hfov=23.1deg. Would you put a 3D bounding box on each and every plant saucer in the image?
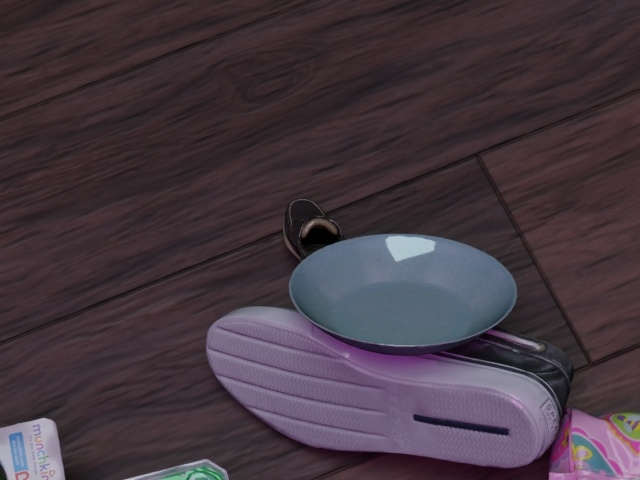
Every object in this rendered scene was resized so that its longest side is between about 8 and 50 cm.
[{"bbox_3d":[0.070,0.054,1.336,0.195,0.037,0.195,0,29,0],"label":"plant saucer"}]

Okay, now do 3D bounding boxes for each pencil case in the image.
[{"bbox_3d":[0.328,0.202,1.298,0.284,0.124,0.124,3,61,5],"label":"pencil case"}]

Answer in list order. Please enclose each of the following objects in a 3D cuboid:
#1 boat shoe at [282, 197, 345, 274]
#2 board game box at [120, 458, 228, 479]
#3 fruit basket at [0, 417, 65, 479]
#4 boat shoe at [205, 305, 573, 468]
[{"bbox_3d":[0.000,0.000,1.463,0.056,0.049,0.152,-7,37,-14],"label":"boat shoe"},{"bbox_3d":[-0.217,0.400,1.185,0.389,0.050,0.390,-13,82,-7],"label":"board game box"},{"bbox_3d":[-0.342,0.351,1.292,0.327,0.165,0.353,-15,76,-2],"label":"fruit basket"},{"bbox_3d":[0.062,0.119,1.385,0.335,0.121,0.119,13,30,24],"label":"boat shoe"}]
